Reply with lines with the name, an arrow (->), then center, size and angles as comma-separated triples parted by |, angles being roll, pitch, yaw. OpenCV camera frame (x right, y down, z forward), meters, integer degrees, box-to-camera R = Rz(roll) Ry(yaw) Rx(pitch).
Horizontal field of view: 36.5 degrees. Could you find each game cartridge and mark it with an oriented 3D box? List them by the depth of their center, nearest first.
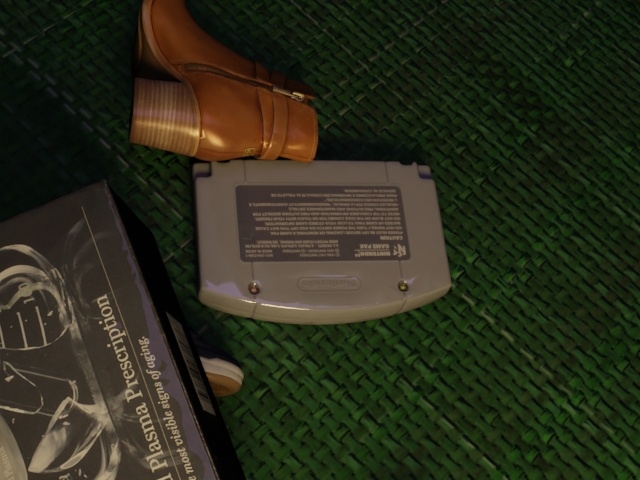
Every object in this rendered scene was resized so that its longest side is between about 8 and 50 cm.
game cartridge -> 0.000, 0.000, 1.133 | 0.294, 0.060, 0.196 | 0, 62, -12

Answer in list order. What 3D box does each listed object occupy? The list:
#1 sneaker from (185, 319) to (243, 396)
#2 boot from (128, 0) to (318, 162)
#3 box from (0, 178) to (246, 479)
sneaker -> -0.200, 0.058, 1.034 | 0.282, 0.099, 0.153 | 19, 64, 0
boot -> -0.113, -0.208, 1.169 | 0.220, 0.109, 0.283 | 6, 46, -15
box -> -0.254, 0.175, 0.851 | 0.312, 0.179, 0.343 | -23, 75, -3
